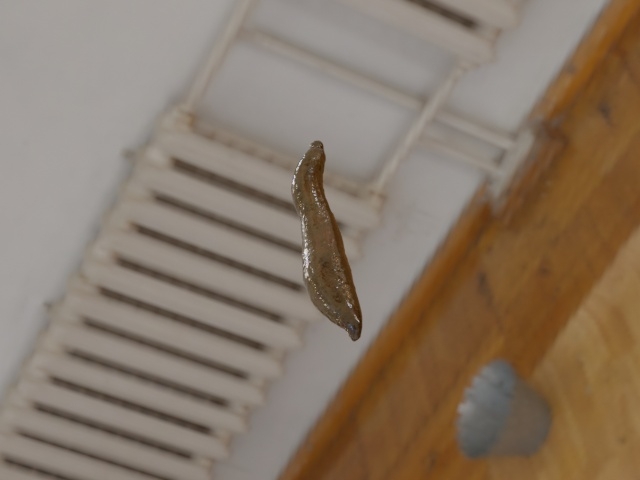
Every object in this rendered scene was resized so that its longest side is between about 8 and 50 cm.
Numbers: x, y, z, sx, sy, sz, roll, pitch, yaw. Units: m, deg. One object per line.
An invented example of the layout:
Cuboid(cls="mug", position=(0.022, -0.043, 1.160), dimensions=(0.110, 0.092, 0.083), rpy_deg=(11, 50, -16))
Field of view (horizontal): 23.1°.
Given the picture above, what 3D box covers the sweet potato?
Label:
Cuboid(cls="sweet potato", position=(0.000, 0.000, 0.770), dimensions=(0.026, 0.026, 0.115), rpy_deg=(-48, 46, 46))
